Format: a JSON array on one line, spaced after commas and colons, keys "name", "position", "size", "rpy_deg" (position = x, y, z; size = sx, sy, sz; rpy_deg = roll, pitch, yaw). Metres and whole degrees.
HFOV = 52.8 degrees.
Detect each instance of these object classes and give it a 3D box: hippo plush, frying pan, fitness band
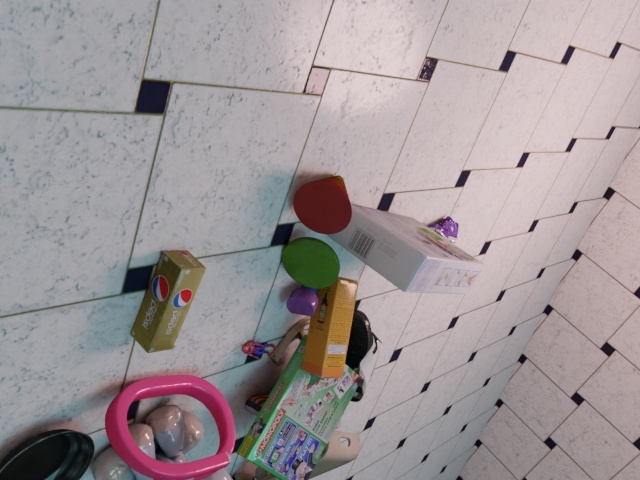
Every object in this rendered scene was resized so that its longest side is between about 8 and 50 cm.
[{"name": "hippo plush", "position": [-0.316, 0.512, 1.313], "size": [0.294, 0.236, 0.234], "rpy_deg": [-58, 148, 8]}, {"name": "frying pan", "position": [-0.489, 0.447, 1.207], "size": [0.197, 0.053, 0.326], "rpy_deg": [-43, 149, -15]}, {"name": "fitness band", "position": [-0.278, 0.360, 1.245], "size": [0.054, 0.209, 0.291], "rpy_deg": [-41, 153, 26]}]

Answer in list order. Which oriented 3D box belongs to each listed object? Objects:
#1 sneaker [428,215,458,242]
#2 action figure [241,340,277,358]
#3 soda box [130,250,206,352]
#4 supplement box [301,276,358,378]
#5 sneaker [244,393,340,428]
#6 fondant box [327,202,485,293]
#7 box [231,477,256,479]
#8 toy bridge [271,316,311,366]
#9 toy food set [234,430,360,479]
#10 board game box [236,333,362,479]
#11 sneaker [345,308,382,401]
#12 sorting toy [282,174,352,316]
[{"name": "sneaker", "position": [0.342, -0.035, 1.801], "size": [0.170, 0.068, 0.071], "rpy_deg": [3, 104, -62]}, {"name": "action figure", "position": [-0.143, 0.251, 1.479], "size": [0.038, 0.030, 0.115], "rpy_deg": [-53, 146, 11]}, {"name": "soda box", "position": [-0.272, 0.109, 1.145], "size": [0.058, 0.061, 0.181], "rpy_deg": [-1, 122, -52]}, {"name": "supplement box", "position": [0.023, 0.199, 1.504], "size": [0.080, 0.078, 0.233], "rpy_deg": [10, 90, -42]}, {"name": "sneaker", "position": [-0.049, 0.379, 1.658], "size": [0.321, 0.124, 0.180], "rpy_deg": [19, 87, -46]}, {"name": "fondant box", "position": [0.208, 0.024, 1.504], "size": [0.330, 0.238, 0.096], "rpy_deg": [6, 115, -54]}, {"name": "box", "position": [-0.307, 0.746, 1.705], "size": [0.242, 0.076, 0.307], "rpy_deg": [-54, 148, 2]}, {"name": "toy bridge", "position": [-0.047, 0.226, 1.577], "size": [0.188, 0.026, 0.063], "rpy_deg": [-39, 144, -21]}, {"name": "toy food set", "position": [-0.058, 0.609, 1.800], "size": [0.306, 0.092, 0.220], "rpy_deg": [-28, 152, 15]}, {"name": "board game box", "position": [-0.042, 0.417, 1.556], "size": [0.213, 0.046, 0.317], "rpy_deg": [46, 66, -35]}, {"name": "sneaker", "position": [0.100, 0.282, 1.757], "size": [0.146, 0.122, 0.330], "rpy_deg": [-49, 152, -41]}, {"name": "sorting toy", "position": [0.000, 0.000, 1.380], "size": [0.126, 0.127, 0.365], "rpy_deg": [-62, 167, -51]}]
